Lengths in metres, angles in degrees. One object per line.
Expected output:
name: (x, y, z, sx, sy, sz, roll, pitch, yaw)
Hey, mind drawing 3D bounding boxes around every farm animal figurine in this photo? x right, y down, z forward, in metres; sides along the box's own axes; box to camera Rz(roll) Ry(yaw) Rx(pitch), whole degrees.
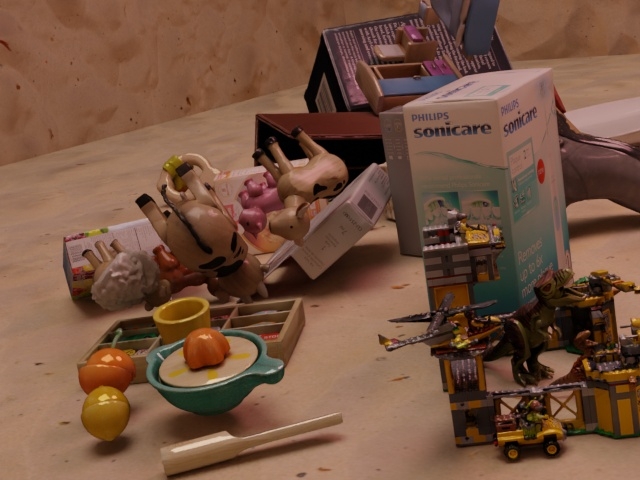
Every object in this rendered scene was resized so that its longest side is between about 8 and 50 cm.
farm animal figurine: (-0.120, -0.005, 1.543, 0.330, 0.172, 0.327, -43, -17, 17)

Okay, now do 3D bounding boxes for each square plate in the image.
square plate: (0.675, -0.256, 2.394, 0.344, 0.049, 0.347, -14, 15, -15)

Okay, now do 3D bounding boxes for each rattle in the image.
rattle: (-0.254, -0.108, 2.469, 0.200, 0.142, 0.130, 11, 52, 16)

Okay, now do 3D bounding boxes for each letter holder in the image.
letter holder: (0.050, -0.152, 2.099, 0.302, 0.152, 0.214, -4, 16, -22)

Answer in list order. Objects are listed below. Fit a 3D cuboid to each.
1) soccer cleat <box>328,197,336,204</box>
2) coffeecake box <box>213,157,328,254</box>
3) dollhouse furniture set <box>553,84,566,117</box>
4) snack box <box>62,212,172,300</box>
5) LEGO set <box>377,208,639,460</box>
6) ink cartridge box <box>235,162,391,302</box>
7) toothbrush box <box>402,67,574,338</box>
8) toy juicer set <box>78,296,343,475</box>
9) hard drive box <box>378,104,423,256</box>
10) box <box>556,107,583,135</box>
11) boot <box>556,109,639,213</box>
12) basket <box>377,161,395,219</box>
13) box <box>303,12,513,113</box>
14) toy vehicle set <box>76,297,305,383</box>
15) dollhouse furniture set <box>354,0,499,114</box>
soccer cleat: (0.046, -0.057, 2.008, 0.072, 0.060, 0.179, -19, 14, -39)
coffeecake box: (-0.080, -0.057, 1.916, 0.186, 0.142, 0.068, -9, 14, 4)
dollhouse furniture set: (0.304, -0.184, 2.245, 0.201, 0.152, 0.374, -24, 3, -43)
snack box: (-0.301, 0.023, 1.766, 0.207, 0.070, 0.174, -15, -12, -16)
LEGO set: (0.211, 0.065, 1.140, 0.255, 0.192, 0.331, -6, 15, 15)
ink cartridge box: (0.000, 0.000, 1.734, 0.239, 0.060, 0.275, -43, 4, 19)
toothbrush box: (0.216, -0.051, 1.387, 0.126, 0.295, 0.216, -2, 15, 30)
toy juicer set: (-0.152, 0.151, 1.196, 0.209, 0.089, 0.329, -22, 25, -27)
hard drive box: (0.199, -0.109, 1.754, 0.181, 0.232, 0.089, -21, 17, -40)
box: (0.445, -0.190, 2.036, 0.021, 0.201, 0.164, -46, -4, 29)
boot: (0.365, -0.063, 1.685, 0.338, 0.118, 0.222, 28, 65, 12)
basket: (0.193, -0.103, 1.981, 0.167, 0.113, 0.103, -17, 14, -28)
box: (0.193, -0.351, 2.521, 0.396, 0.211, 0.293, -12, -19, -14)
toy vehicle set: (-0.162, 0.132, 1.445, 0.267, 0.035, 0.166, -7, 14, 9)
dollhouse furniture set: (0.187, -0.441, 2.172, 0.198, 0.303, 0.286, -5, 41, -18)
